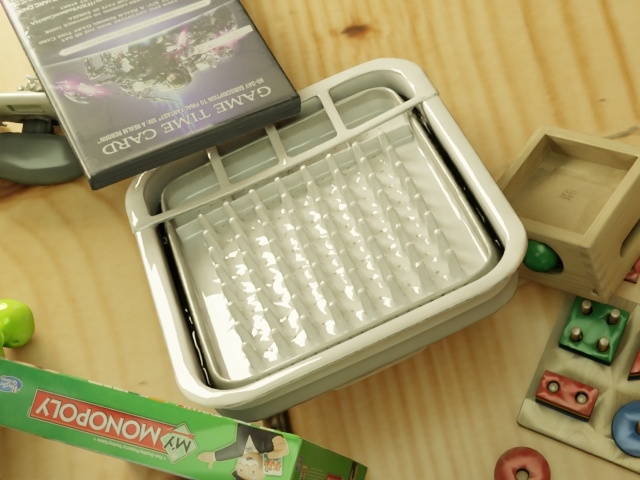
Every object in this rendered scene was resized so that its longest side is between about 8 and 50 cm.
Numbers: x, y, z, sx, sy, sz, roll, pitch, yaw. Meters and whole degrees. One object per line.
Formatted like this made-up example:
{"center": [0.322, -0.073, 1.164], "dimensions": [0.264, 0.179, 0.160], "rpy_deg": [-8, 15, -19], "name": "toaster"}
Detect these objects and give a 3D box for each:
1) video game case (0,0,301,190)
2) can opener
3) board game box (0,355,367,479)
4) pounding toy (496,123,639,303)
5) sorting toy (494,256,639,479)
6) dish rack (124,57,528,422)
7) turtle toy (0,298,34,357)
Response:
{"center": [-0.163, -0.182, 1.235], "dimensions": [0.196, 0.026, 0.274], "rpy_deg": [-22, 59, -14], "name": "video game case"}
{"center": [-0.350, -0.107, 1.264], "dimensions": [0.280, 0.074, 0.093], "rpy_deg": [4, 74, 10], "name": "can opener"}
{"center": [-0.091, 0.152, 1.015], "dimensions": [0.213, 0.317, 0.046], "rpy_deg": [14, 80, 13], "name": "board game box"}
{"center": [0.196, -0.006, 1.134], "dimensions": [0.130, 0.100, 0.141], "rpy_deg": [18, 59, 38], "name": "pounding toy"}
{"center": [0.249, 0.103, 1.125], "dimensions": [0.132, 0.046, 0.275], "rpy_deg": [21, 76, 14], "name": "sorting toy"}
{"center": [0.000, 0.000, 1.119], "dimensions": [0.285, 0.072, 0.333], "rpy_deg": [-24, 39, 0], "name": "dish rack"}
{"center": [-0.305, 0.101, 1.196], "dimensions": [0.130, 0.066, 0.095], "rpy_deg": [-40, 95, -7], "name": "turtle toy"}
